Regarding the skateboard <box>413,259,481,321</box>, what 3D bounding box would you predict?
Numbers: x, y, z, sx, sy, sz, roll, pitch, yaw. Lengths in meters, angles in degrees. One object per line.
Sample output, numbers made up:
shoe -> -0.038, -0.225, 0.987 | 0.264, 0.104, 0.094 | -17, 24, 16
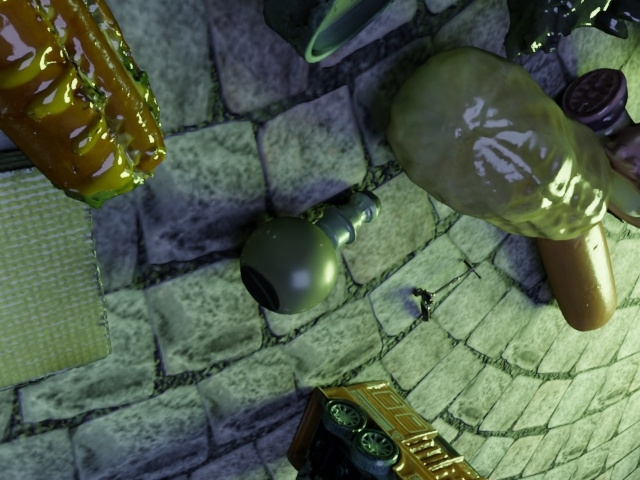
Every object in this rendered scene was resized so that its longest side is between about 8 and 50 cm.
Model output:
skateboard -> 0.159, 0.065, 0.843 | 0.083, 0.032, 0.064 | -33, 145, -10

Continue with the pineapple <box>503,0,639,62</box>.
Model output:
pineapple -> 0.285, -0.292, 0.564 | 0.223, 0.223, 0.357 | 23, 120, -44

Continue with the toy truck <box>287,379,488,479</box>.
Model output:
toy truck -> 0.108, 0.301, 0.783 | 0.162, 0.305, 0.136 | -3, 122, -41

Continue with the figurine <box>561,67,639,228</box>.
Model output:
figurine -> 0.464, -0.179, 0.767 | 0.361, 0.253, 0.211 | -45, 180, 10

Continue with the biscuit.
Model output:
biscuit -> -0.232, 0.028, 0.516 | 0.121, 0.040, 0.199 | -18, 130, -31

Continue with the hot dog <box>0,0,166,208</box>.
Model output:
hot dog -> -0.175, -0.132, 0.405 | 0.072, 0.115, 0.269 | -5, 141, 22

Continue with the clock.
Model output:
clock -> 0.054, -0.211, 0.442 | 0.049, 0.226, 0.226 | 45, 90, -4

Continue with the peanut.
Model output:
peanut -> 0.194, -0.080, 0.676 | 0.313, 0.152, 0.152 | 21, 107, -46

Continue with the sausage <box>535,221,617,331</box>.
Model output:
sausage -> 0.351, 0.036, 0.921 | 0.086, 0.086, 0.289 | -41, 138, -4

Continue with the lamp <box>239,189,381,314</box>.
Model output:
lamp -> 0.000, 0.000, 0.644 | 0.163, 0.091, 0.091 | -38, 138, -28
